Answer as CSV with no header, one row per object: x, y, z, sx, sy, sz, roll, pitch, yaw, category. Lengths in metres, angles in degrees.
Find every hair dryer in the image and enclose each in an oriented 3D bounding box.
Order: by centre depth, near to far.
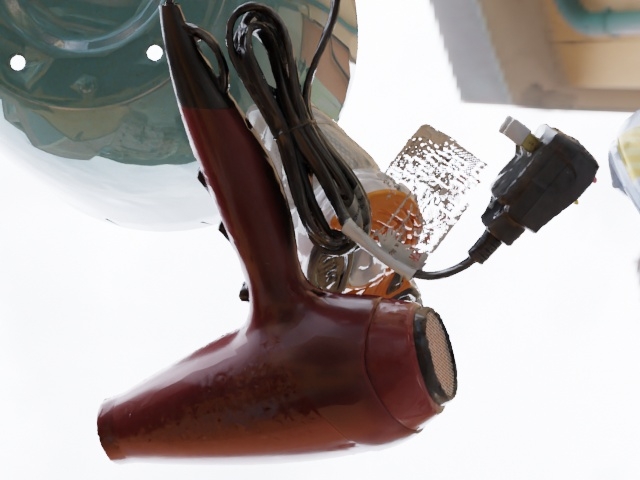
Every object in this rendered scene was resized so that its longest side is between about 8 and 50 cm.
-0.019,0.008,0.713,0.224,0.080,0.293,37,-73,11,hair dryer

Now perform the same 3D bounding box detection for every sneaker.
0.000,0.000,0.890,0.099,0.262,0.121,-25,-115,-16,sneaker

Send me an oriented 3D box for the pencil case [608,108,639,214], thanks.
0.240,-0.074,0.524,0.124,0.273,0.113,53,-160,12,pencil case

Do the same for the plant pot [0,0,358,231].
-0.128,-0.158,0.949,0.293,0.235,0.293,0,-93,6,plant pot
